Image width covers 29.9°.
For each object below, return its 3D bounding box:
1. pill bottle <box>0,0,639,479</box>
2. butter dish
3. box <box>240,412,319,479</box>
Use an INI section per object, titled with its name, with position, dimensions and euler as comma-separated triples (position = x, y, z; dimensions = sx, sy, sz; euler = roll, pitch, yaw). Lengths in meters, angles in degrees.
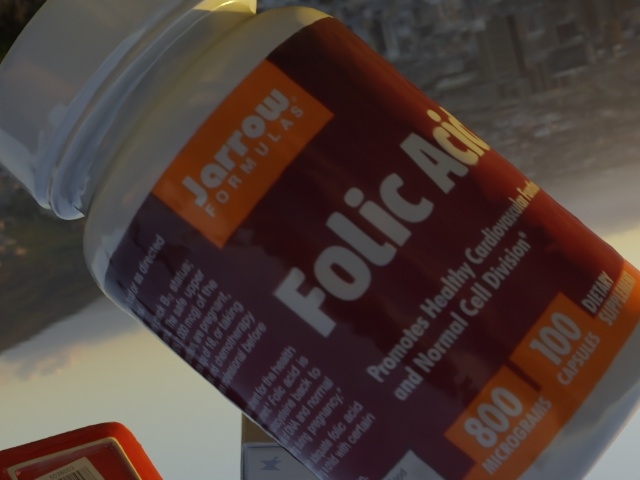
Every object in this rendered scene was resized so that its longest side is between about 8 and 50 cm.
[pill bottle]
position = 0.000, 0.000, 0.736
dimensions = 0.224, 0.392, 0.224
euler = -50, 175, -6
[butter dish]
position = -0.211, 0.254, 1.021
dimensions = 0.160, 0.160, 0.118
euler = -12, 139, -38
[box]
position = 0.007, 0.059, 0.975
dimensions = 0.148, 0.311, 0.121
euler = 2, 142, -3
